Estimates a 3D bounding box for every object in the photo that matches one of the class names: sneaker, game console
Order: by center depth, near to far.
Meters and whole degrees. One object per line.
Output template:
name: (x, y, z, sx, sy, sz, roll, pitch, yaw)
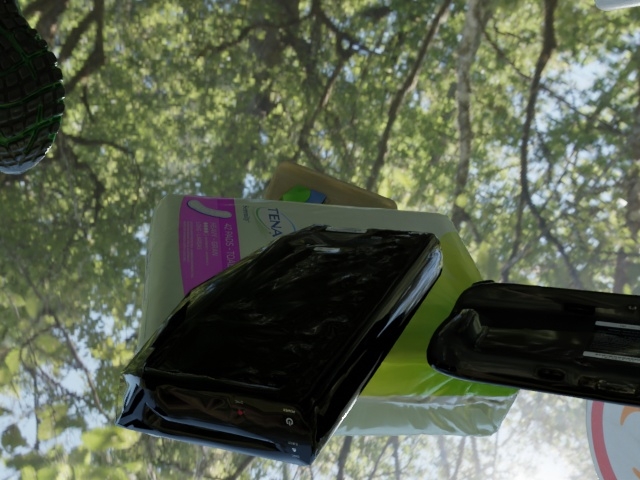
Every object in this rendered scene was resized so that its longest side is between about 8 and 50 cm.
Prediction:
game console: (0.081, 0.057, 0.435, 0.362, 0.043, 0.213, 4, -155, 26)
sneaker: (-0.437, -0.252, 1.058, 0.134, 0.146, 0.343, -12, -95, -32)

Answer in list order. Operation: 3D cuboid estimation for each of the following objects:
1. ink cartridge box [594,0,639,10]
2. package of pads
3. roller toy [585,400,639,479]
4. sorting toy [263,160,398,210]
ink cartridge box: (0.320, -0.247, 0.337, 0.286, 0.395, 0.166, -29, -74, -8)
package of pads: (-0.002, 0.057, 0.685, 0.297, 0.101, 0.229, 4, -148, -11)
roller toy: (0.335, 0.160, 0.667, 0.146, 0.209, 0.191, -1, -111, -15)
sorting toy: (0.000, 0.000, 1.125, 0.193, 0.038, 0.208, 21, -116, -3)
